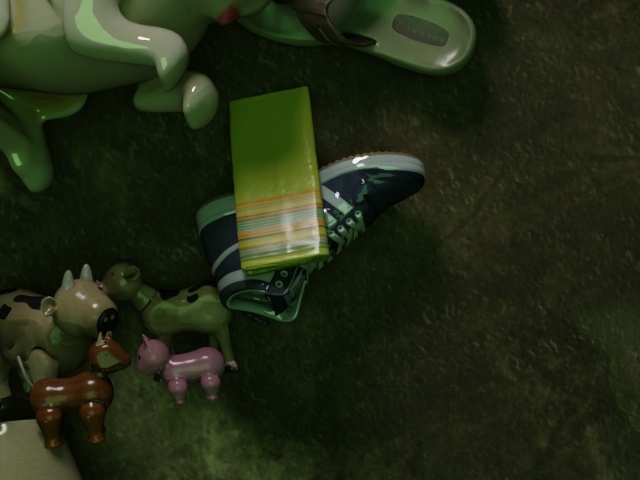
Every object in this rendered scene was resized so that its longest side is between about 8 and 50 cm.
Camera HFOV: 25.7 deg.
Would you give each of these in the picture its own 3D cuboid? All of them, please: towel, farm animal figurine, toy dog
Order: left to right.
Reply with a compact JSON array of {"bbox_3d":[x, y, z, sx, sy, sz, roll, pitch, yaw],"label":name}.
[{"bbox_3d":[-0.274,0.105,1.626,0.326,0.330,0.172,-1,101,26],"label":"farm animal figurine"},{"bbox_3d":[-0.226,-0.290,1.562,0.407,0.284,0.396,-23,60,8],"label":"toy dog"},{"bbox_3d":[-0.050,-0.072,1.635,0.102,0.021,0.237,-9,60,5],"label":"towel"}]

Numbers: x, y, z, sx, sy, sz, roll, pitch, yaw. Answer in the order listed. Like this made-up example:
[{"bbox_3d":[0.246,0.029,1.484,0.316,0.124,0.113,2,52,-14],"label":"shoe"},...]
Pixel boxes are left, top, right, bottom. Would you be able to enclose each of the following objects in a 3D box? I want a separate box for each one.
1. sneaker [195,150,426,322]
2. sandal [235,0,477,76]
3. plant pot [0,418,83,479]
[{"bbox_3d":[0.000,0.000,1.650,0.282,0.099,0.153,-15,62,5],"label":"sneaker"},{"bbox_3d":[0.039,-0.275,1.651,0.302,0.086,0.120,13,95,2],"label":"sandal"},{"bbox_3d":[-0.366,0.351,1.650,0.256,0.256,0.274,-5,84,-2],"label":"plant pot"}]
